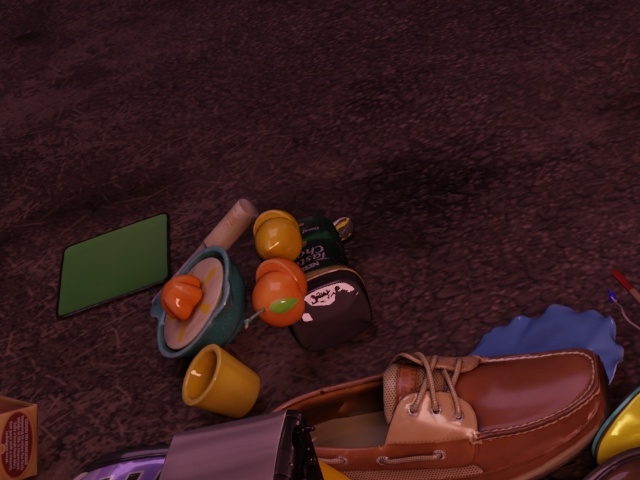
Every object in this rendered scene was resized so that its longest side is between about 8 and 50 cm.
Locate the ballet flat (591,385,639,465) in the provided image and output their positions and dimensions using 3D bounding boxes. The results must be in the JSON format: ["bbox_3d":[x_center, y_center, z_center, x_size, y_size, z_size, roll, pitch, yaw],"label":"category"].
[{"bbox_3d":[0.339,0.136,1.492,0.231,0.077,0.077,-35,47,-27],"label":"ballet flat"}]

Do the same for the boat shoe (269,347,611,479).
[{"bbox_3d":[0.094,0.162,1.519,0.324,0.120,0.122,-20,39,19],"label":"boat shoe"}]

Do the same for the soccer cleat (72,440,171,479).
[{"bbox_3d":[-0.231,0.284,1.616,0.318,0.108,0.116,-17,50,3],"label":"soccer cleat"}]

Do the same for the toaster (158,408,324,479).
[{"bbox_3d":[-0.048,0.228,1.248,0.110,0.185,0.168,-11,29,10],"label":"toaster"}]

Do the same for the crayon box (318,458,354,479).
[{"bbox_3d":[-0.047,0.355,1.336,0.363,0.106,0.313,-34,29,-22],"label":"crayon box"}]

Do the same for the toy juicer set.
[{"bbox_3d":[-0.114,0.039,1.859,0.209,0.089,0.329,-57,27,9],"label":"toy juicer set"}]

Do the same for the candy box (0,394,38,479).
[{"bbox_3d":[-0.462,0.217,1.729,0.183,0.087,0.316,10,12,35],"label":"candy box"}]

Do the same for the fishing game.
[{"bbox_3d":[0.207,0.132,1.622,0.264,0.041,0.189,-32,28,-1],"label":"fishing game"}]

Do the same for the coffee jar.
[{"bbox_3d":[-0.006,0.047,1.874,0.096,0.079,0.184,-23,28,-2],"label":"coffee jar"}]

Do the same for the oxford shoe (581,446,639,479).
[{"bbox_3d":[0.283,0.215,1.377,0.227,0.082,0.096,-26,33,-5],"label":"oxford shoe"}]

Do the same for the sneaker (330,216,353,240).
[{"bbox_3d":[0.000,0.000,2.011,0.083,0.031,0.035,-29,15,-22],"label":"sneaker"}]

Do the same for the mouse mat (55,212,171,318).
[{"bbox_3d":[-0.261,0.030,2.160,0.153,0.007,0.189,-19,27,5],"label":"mouse mat"}]
